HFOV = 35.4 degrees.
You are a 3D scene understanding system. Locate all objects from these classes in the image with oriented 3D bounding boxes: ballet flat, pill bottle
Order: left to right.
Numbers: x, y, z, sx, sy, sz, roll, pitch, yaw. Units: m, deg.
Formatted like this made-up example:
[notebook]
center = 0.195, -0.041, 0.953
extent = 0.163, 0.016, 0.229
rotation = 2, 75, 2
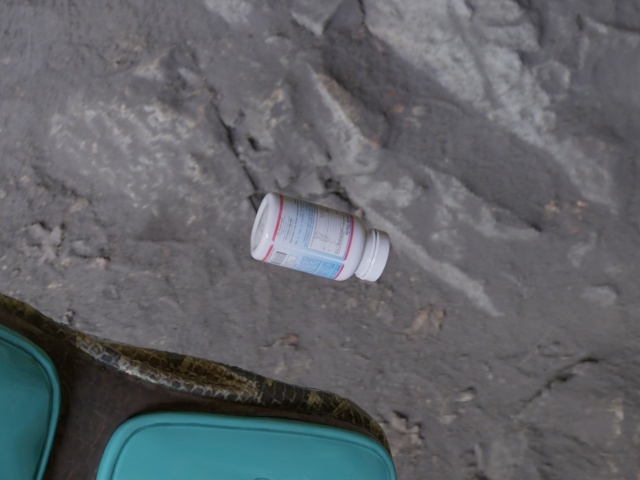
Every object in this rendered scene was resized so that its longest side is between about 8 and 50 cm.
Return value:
[ballet flat]
center = -0.167, 0.115, 0.582
extent = 0.483, 0.182, 0.163
rotation = 19, 84, -40
[pill bottle]
center = 0.000, 0.000, 1.241
extent = 0.160, 0.087, 0.087
rotation = 16, 74, -15
